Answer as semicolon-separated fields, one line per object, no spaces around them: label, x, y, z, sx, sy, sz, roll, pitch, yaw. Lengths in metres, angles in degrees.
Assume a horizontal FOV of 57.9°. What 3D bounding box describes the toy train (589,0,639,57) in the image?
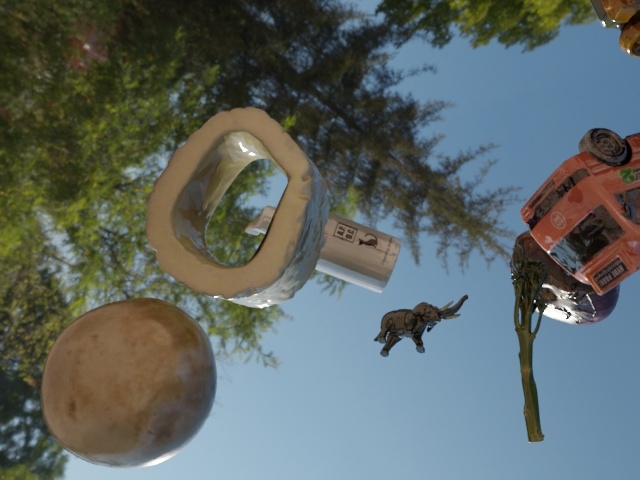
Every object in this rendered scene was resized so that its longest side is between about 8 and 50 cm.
toy train;0.610;-0.421;0.907;0.231;0.369;0.163;105;-18;-58

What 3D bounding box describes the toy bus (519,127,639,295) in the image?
toy bus;0.590;-0.075;1.022;0.203;0.427;0.233;108;-39;-59

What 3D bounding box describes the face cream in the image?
face cream;0.000;0.000;1.410;0.145;0.370;0.145;-160;-90;-89

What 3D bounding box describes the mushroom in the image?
mushroom;-0.336;0.260;1.038;0.290;0.298;0.297;119;-10;-62

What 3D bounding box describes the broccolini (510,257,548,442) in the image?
broccolini;0.462;0.230;1.230;0.074;0.079;0.392;148;-61;-74

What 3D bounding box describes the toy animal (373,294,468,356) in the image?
toy animal;0.251;0.220;1.494;0.270;0.082;0.137;-23;-156;32

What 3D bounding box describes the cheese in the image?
cheese;-0.132;-0.057;1.037;0.292;0.153;0.332;23;-94;18

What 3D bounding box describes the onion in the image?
onion;0.657;0.085;1.556;0.232;0.314;0.314;-38;-158;-23
